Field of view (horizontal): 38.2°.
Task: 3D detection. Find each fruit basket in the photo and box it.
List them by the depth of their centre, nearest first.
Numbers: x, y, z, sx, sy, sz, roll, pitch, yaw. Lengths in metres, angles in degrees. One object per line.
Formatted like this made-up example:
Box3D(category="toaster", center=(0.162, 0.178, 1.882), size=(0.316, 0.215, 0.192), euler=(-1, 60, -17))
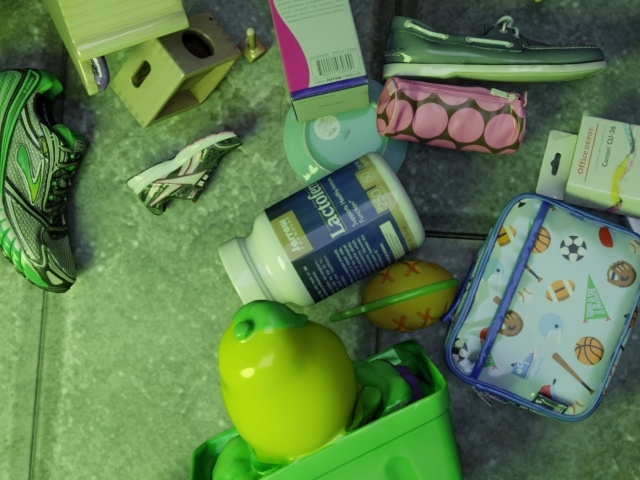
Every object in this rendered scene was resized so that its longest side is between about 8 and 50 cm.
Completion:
Box3D(category="fruit basket", center=(-0.022, 0.225, 1.216), size=(0.392, 0.283, 0.391), euler=(-1, 99, -5))

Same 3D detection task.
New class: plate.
Box3D(category="plate", center=(0.038, -0.157, 1.371), size=(0.188, 0.024, 0.188), euler=(0, 87, 2))

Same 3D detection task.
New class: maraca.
Box3D(category="maraca", center=(0.105, 0.084, 1.302), size=(0.186, 0.127, 0.099), euler=(-18, 81, 9))

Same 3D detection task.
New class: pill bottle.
Box3D(category="pill bottle", center=(0.000, 0.000, 1.297), size=(0.265, 0.153, 0.153), euler=(-29, 86, 0))

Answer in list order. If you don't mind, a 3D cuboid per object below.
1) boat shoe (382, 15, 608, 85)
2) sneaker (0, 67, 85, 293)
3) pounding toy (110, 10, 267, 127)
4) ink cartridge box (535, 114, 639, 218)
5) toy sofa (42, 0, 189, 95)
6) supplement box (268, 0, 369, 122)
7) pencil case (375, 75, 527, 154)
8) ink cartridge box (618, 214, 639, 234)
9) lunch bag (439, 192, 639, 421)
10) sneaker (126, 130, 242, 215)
Box3D(category="boat shoe", center=(0.249, -0.277, 1.327), size=(0.320, 0.116, 0.099), euler=(1, 90, 7))
Box3D(category="sneaker", center=(-0.407, -0.091, 1.327), size=(0.146, 0.134, 0.343), euler=(-15, 85, 0))
Box3D(category="pounding toy", center=(-0.170, -0.275, 1.319), size=(0.094, 0.206, 0.181), euler=(52, 133, 3))
Box3D(category="ink cartridge box", center=(0.416, -0.104, 1.309), size=(0.198, 0.067, 0.115), euler=(13, 72, 14))
Box3D(category="toy sofa", center=(-0.304, -0.364, 1.256), size=(0.150, 0.177, 0.362), euler=(-22, 43, -13))
Box3D(category="supplement box", center=(-0.007, -0.296, 1.325), size=(0.111, 0.114, 0.219), euler=(-12, 79, 2))
Box3D(category="pencil case", center=(0.187, -0.183, 1.321), size=(0.210, 0.098, 0.095), euler=(4, 59, -6))
Box3D(category="ink cartridge box", center=(0.521, 0.041, 1.330), size=(0.097, 0.046, 0.207), euler=(-23, 86, 1))
Box3D(category="lunch bag", center=(0.308, 0.098, 1.303), size=(0.243, 0.115, 0.303), euler=(23, 86, 5))
Box3D(category="sneaker", center=(-0.189, -0.098, 1.362), size=(0.178, 0.072, 0.077), euler=(-28, 98, 8))
